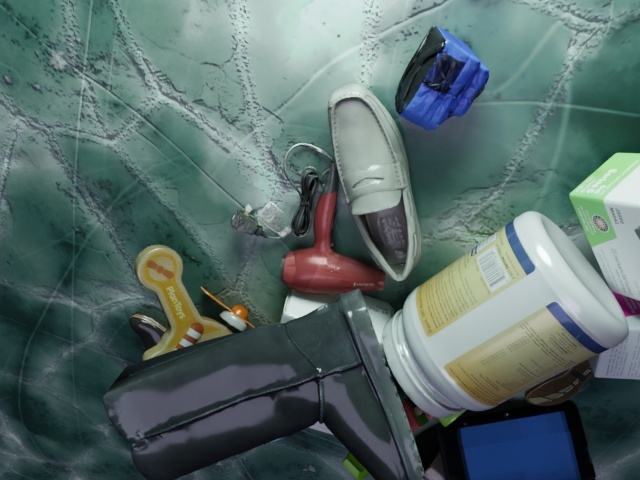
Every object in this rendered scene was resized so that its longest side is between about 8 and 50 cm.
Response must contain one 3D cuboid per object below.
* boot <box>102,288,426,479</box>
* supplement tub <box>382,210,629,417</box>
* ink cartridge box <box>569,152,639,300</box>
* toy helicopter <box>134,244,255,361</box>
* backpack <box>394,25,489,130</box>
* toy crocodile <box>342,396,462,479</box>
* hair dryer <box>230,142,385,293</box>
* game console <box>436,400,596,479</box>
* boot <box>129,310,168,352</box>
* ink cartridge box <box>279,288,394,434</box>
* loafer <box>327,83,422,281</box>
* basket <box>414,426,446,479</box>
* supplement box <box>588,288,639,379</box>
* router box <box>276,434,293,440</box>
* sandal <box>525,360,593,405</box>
[{"bbox_3d":[-0.084,0.320,0.813,0.444,0.146,0.367,-20,90,2],"label":"boot"},{"bbox_3d":[0.278,0.130,0.789,0.228,0.228,0.316,41,120,-14],"label":"supplement tub"},{"bbox_3d":[0.498,0.001,0.634,0.114,0.273,0.198,-38,111,-8],"label":"ink cartridge box"},{"bbox_3d":[-0.240,0.161,0.949,0.234,0.140,0.355,-28,117,-23],"label":"toy helicopter"},{"bbox_3d":[0.164,-0.213,0.682,0.101,0.098,0.120,28,121,-10],"label":"backpack"},{"bbox_3d":[0.178,0.340,0.966,0.340,0.105,0.115,-42,67,13],"label":"toy crocodile"},{"bbox_3d":[0.000,0.000,0.855,0.293,0.080,0.223,42,119,-15],"label":"hair dryer"},{"bbox_3d":[0.393,0.463,0.909,0.292,0.250,0.174,-11,109,1],"label":"game console"},{"bbox_3d":[-0.356,0.260,1.041,0.198,0.137,0.076,47,138,-16],"label":"boot"},{"bbox_3d":[0.004,0.237,0.974,0.207,0.117,0.283,17,122,1],"label":"ink cartridge box"},{"bbox_3d":[0.091,-0.082,0.767,0.111,0.111,0.320,-16,116,20],"label":"loafer"},{"bbox_3d":[0.302,0.531,1.065,0.227,0.204,0.154,42,98,-5],"label":"basket"},{"bbox_3d":[0.567,0.157,0.816,0.219,0.111,0.114,-1,120,12],"label":"supplement box"},{"bbox_3d":[-0.129,0.421,1.159,0.092,0.038,0.122,-27,112,24],"label":"router box"},{"bbox_3d":[0.467,0.250,0.935,0.072,0.049,0.180,36,106,-18],"label":"sandal"}]
